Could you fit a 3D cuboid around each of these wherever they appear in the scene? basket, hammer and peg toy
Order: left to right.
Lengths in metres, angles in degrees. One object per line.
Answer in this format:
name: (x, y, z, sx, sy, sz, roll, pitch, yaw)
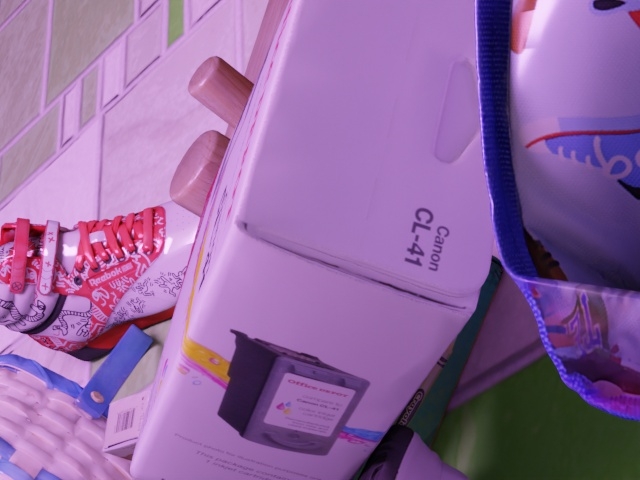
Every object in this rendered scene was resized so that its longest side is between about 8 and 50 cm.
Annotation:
basket: (-0.245, 0.207, 1.380, 0.255, 0.201, 0.289, -54, 0, 16)
hammer and peg toy: (0.027, -0.158, 1.214, 0.266, 0.127, 0.361, -35, 29, 38)

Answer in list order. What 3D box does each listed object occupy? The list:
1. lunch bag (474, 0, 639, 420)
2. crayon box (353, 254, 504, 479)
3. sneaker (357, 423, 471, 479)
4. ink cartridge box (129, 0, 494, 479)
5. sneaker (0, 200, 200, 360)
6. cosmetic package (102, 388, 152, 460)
lunch bag: (0.232, -0.121, 0.686, 0.239, 0.328, 0.385, 11, 97, 42)
crayon box: (0.004, 0.115, 1.169, 0.165, 0.081, 0.278, 18, 84, 57)
sneaker: (0.105, 0.244, 0.873, 0.169, 0.257, 0.447, -61, -1, 3)
ink cartridge box: (0.000, 0.000, 0.934, 0.306, 0.131, 0.226, 116, 170, -56)
sneaker: (-0.198, 0.017, 1.462, 0.270, 0.145, 0.090, -34, 44, 39)
cosmetic package: (-0.102, 0.154, 1.263, 0.060, 0.115, 0.041, -24, 51, 47)
